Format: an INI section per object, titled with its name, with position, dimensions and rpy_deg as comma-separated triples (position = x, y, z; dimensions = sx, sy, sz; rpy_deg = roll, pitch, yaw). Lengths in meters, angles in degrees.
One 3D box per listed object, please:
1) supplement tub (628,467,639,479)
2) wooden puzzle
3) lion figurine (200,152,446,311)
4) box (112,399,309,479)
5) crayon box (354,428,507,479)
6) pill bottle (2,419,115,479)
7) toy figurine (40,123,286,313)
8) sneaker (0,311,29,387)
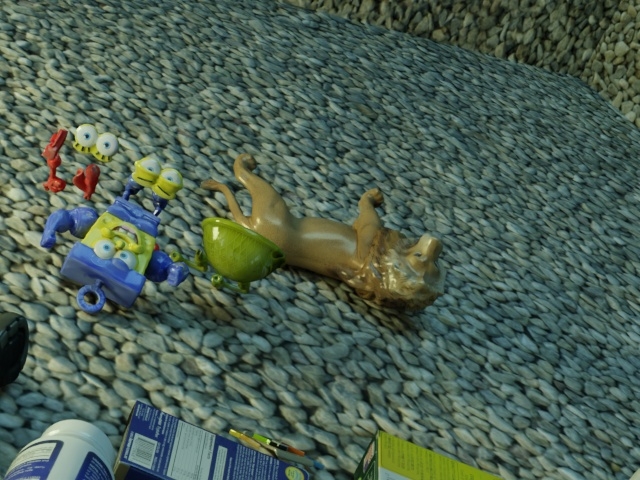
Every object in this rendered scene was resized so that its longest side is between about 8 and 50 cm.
[supplement tub]
position = 0.505, 0.375, 1.829
dimensions = 0.241, 0.241, 0.331
rpy_deg = 20, -4, -13
[wooden puzzle]
position = -0.051, 0.251, 1.905
dimensions = 0.078, 0.014, 0.116
rpy_deg = 23, -2, 41
[lion figurine]
position = 0.000, 0.000, 2.425
dimensions = 0.392, 0.142, 0.240
rpy_deg = 8, 33, -5
[box]
position = -0.124, 0.271, 1.802
dimensions = 0.225, 0.036, 0.136
rpy_deg = 23, 23, -8
[crayon box]
position = 0.196, 0.363, 1.879
dimensions = 0.318, 0.081, 0.202
rpy_deg = 22, 23, -7
[pill bottle]
position = -0.268, 0.262, 1.579
dimensions = 0.112, 0.112, 0.187
rpy_deg = 24, 23, -4
[toy figurine]
position = -0.255, 0.034, 2.115
dimensions = 0.362, 0.191, 0.217
rpy_deg = 30, 52, -8
[sneaker]
position = -0.418, 0.151, 1.718
dimensions = 0.106, 0.101, 0.267
rpy_deg = 10, 19, 13
